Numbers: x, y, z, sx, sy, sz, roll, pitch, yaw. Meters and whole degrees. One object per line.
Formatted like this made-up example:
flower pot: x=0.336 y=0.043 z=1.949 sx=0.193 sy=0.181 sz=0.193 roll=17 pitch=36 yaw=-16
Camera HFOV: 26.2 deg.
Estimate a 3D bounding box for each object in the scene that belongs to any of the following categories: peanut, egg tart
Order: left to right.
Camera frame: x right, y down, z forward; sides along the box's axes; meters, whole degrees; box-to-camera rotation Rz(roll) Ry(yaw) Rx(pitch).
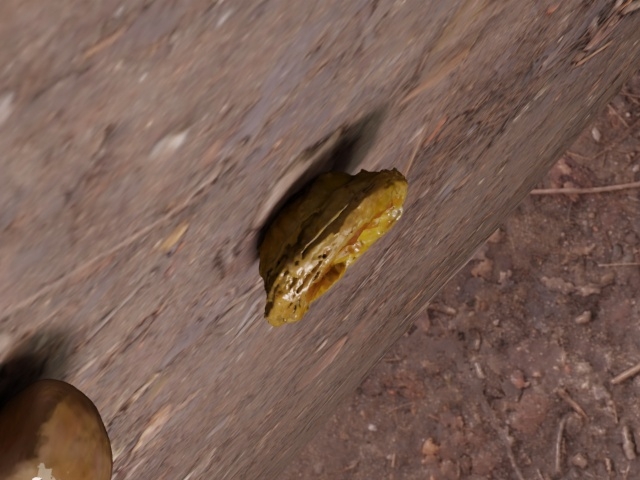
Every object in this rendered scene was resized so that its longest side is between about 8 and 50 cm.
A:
peanut: x=-0.135 y=0.115 z=0.664 sx=0.076 sy=0.076 sz=0.152 roll=-42 pitch=164 yaw=-29
egg tart: x=0.000 y=0.000 z=0.857 sx=0.130 sy=0.052 sz=0.130 roll=-48 pitch=171 yaw=-10
